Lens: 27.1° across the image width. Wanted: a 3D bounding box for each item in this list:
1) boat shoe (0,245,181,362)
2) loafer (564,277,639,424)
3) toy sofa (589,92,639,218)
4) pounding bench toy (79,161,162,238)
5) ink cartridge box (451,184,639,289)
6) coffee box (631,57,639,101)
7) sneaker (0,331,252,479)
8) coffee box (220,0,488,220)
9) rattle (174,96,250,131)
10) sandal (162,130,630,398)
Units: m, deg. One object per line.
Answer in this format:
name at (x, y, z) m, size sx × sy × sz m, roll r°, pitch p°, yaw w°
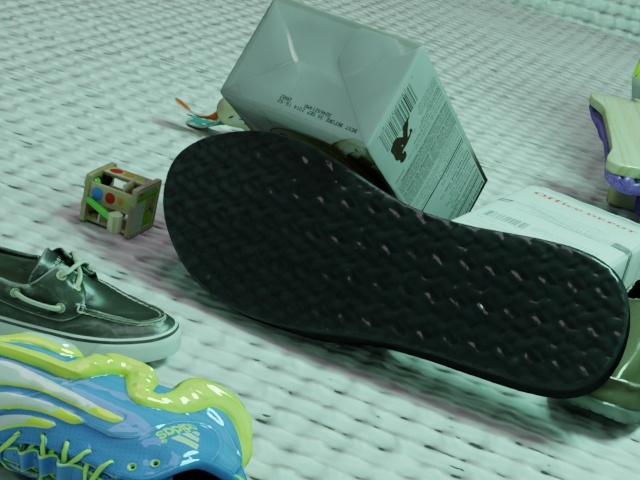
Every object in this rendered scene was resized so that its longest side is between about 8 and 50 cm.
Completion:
boat shoe at (-0.216, 0.045, 1.068) m, size 0.219 × 0.070 × 0.078 m, roll 12°, pitch 21°, yaw -6°
loafer at (0.281, 0.092, 1.240) m, size 0.094 × 0.087 × 0.251 m, roll 20°, pitch 22°, yaw 14°
toy sofa at (0.405, -0.056, 1.611) m, size 0.177 × 0.150 × 0.362 m, roll 11°, pitch 21°, yaw 3°
pounding bench toy at (-0.207, -0.037, 1.307) m, size 0.065 × 0.052 × 0.083 m, roll 20°, pitch 22°, yaw 15°
ink cartridge box at (0.235, 0.023, 1.381) m, size 0.158 × 0.092 × 0.218 m, roll 24°, pitch 25°, yaw 25°
coffee box at (0.651, -0.265, 1.868) m, size 0.337 × 0.338 × 0.334 m, roll 20°, pitch -11°, yaw 17°
sneaker at (-0.151, 0.129, 0.869) m, size 0.240 × 0.091 × 0.126 m, roll 7°, pitch 23°, yaw -20°
coffee box at (0.045, -0.102, 1.339) m, size 0.168 × 0.119 × 0.297 m, roll 24°, pitch -12°, yaw 26°
rattle at (-0.071, -0.123, 1.644) m, size 0.199 × 0.143 × 0.130 m, roll -7°, pitch -7°, yaw -12°
sandal at (0.055, 0.035, 1.201) m, size 0.445 × 0.168 × 0.107 m, roll 22°, pitch -12°, yaw 17°
